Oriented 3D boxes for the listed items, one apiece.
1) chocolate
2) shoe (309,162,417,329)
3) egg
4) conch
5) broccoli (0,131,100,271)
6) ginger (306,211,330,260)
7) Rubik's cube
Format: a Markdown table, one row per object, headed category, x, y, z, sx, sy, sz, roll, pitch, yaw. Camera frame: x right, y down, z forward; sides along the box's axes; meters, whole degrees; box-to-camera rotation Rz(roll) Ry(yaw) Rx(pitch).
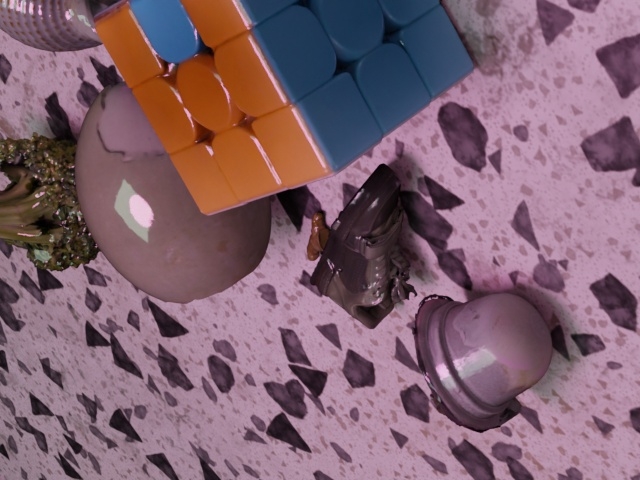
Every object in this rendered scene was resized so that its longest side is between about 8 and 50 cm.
| category | x | y | z | sx | sy | sz | roll | pitch | yaw |
| --- | --- | --- | --- | --- | --- | --- | --- | --- | --- |
| chocolate | 0.239 | 0.151 | 1.766 | 0.147 | 0.221 | 0.221 | -20 | 105 | 33 |
| shoe | 0.088 | 0.019 | 1.864 | 0.149 | 0.109 | 0.293 | 40 | 146 | 10 |
| egg | -0.227 | -0.086 | 1.969 | 0.278 | 0.278 | 0.336 | 1 | 123 | 48 |
| conch | -0.341 | -0.408 | 1.882 | 0.319 | 0.215 | 0.303 | 11 | 142 | 1 |
| broccoli | -0.491 | -0.070 | 2.330 | 0.260 | 0.235 | 0.288 | 13 | 130 | -5 |
| ginger | 0.001 | 0.000 | 2.003 | 0.097 | 0.030 | 0.048 | 100 | 151 | -43 |
| Rubik's cube | -0.046 | -0.239 | 1.627 | 0.291 | 0.290 | 0.291 | -14 | 108 | 52 |
